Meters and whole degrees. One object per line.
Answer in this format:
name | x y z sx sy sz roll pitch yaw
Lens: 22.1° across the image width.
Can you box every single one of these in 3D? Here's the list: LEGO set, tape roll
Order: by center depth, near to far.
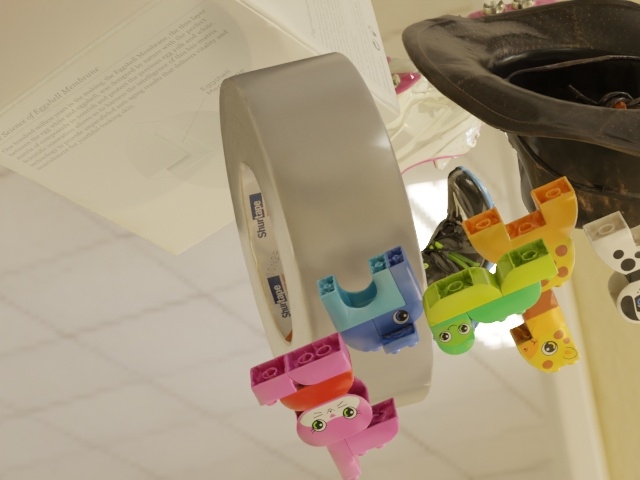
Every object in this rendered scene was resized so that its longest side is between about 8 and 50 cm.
LEGO set | 0.086 0.044 0.810 0.227 0.087 0.093 -23 115 7
tape roll | 0.000 0.000 0.993 0.072 0.219 0.219 -13 156 -9

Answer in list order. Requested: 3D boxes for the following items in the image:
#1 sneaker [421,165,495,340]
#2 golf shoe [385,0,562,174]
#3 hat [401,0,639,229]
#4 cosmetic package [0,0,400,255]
sneaker | 0.133 0.018 1.680 0.078 0.188 0.067 0 -161 -25
golf shoe | 0.152 -0.165 1.812 0.306 0.115 0.140 -25 121 -4
hat | 0.219 -0.082 1.277 0.331 0.331 0.134 -2 116 -10
cosmetic package | -0.106 -0.130 1.166 0.224 0.138 0.224 -31 144 25
